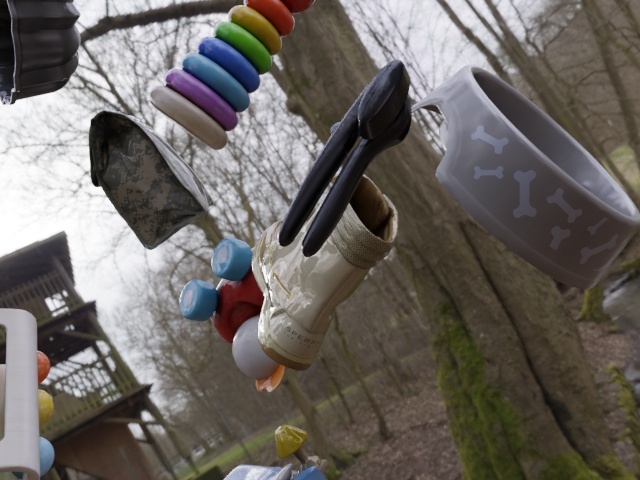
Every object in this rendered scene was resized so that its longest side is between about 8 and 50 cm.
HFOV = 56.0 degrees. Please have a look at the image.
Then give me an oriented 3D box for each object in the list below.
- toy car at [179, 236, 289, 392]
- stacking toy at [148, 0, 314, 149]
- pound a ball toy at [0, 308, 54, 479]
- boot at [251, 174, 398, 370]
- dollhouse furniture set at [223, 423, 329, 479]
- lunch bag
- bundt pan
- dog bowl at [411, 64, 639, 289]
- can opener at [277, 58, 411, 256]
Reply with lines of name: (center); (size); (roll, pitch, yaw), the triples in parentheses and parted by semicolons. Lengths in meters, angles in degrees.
toy car: (-0.092, 0.148, 1.053); (0.219, 0.238, 0.210); (20, -59, -41)
stacking toy: (-0.122, -0.312, 0.949); (0.330, 0.141, 0.141); (-55, -9, -2)
pound a ball toy: (-0.452, 0.246, 0.841); (0.136, 0.319, 0.208); (6, -58, -29)
boot: (0.000, 0.000, 0.725); (0.203, 0.095, 0.262); (-57, 19, 24)
dollhouse furniture set: (-0.184, 0.321, 0.728); (0.303, 0.198, 0.286); (-43, 11, -32)
lunch bag: (-0.375, -0.144, 1.278); (0.169, 0.287, 0.235); (-35, 11, 0)
bundt pan: (-0.509, -0.403, 1.040); (0.124, 0.330, 0.331); (-14, -19, -35)
dog bowl: (0.278, -0.100, 0.812); (0.102, 0.348, 0.349); (-49, -15, 28)
can opener: (0.020, -0.070, 0.521); (0.186, 0.059, 0.073); (-57, -36, -8)
